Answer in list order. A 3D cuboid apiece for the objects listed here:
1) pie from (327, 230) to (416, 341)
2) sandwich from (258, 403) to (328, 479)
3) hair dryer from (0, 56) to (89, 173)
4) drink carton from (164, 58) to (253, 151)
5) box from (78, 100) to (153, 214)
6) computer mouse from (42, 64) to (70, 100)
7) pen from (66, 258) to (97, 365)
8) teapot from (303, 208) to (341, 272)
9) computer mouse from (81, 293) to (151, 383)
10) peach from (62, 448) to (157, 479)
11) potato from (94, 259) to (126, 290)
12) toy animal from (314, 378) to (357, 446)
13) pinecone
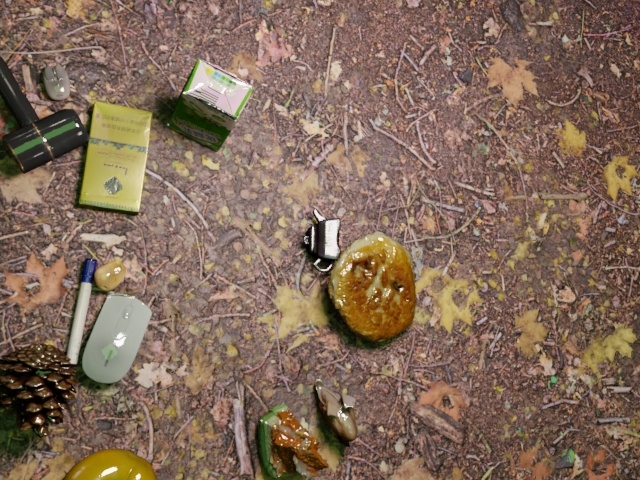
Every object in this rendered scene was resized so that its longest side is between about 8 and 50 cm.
[{"bbox_3d":[0.153,0.132,2.010,0.315,0.092,0.316,-2,94,-33],"label":"pie"},{"bbox_3d":[-0.080,0.531,1.877,0.109,0.159,0.185,-19,97,-39],"label":"sandwich"},{"bbox_3d":[-0.745,-0.360,1.810,0.189,0.107,0.352,-30,87,-21],"label":"hair dryer"},{"bbox_3d":[-0.292,-0.343,1.864,0.161,0.271,0.108,27,71,-12],"label":"drink carton"},{"bbox_3d":[-0.532,-0.215,1.886,0.152,0.041,0.279,8,80,-18],"label":"box"},{"bbox_3d":[-0.681,-0.409,1.862,0.065,0.039,0.096,-10,85,-20],"label":"computer mouse"},{"bbox_3d":[-0.600,0.179,1.813,0.033,0.033,0.269,11,79,-17],"label":"pen"},{"bbox_3d":[0.000,0.000,2.016,0.096,0.087,0.177,2,82,-15],"label":"teapot"},{"bbox_3d":[-0.512,0.245,1.813,0.127,0.079,0.231,22,73,-17],"label":"computer mouse"},{"bbox_3d":[-0.505,0.624,1.728,0.251,0.153,0.251,12,66,-27],"label":"peach"},{"bbox_3d":[-0.534,0.088,1.833,0.083,0.062,0.068,-36,130,-12],"label":"potato"},{"bbox_3d":[0.040,0.468,1.958,0.089,0.179,0.188,-24,53,-19],"label":"toy animal"},{"bbox_3d":[-0.669,0.348,1.694,0.179,0.184,0.205,1,107,-42],"label":"pinecone"}]
